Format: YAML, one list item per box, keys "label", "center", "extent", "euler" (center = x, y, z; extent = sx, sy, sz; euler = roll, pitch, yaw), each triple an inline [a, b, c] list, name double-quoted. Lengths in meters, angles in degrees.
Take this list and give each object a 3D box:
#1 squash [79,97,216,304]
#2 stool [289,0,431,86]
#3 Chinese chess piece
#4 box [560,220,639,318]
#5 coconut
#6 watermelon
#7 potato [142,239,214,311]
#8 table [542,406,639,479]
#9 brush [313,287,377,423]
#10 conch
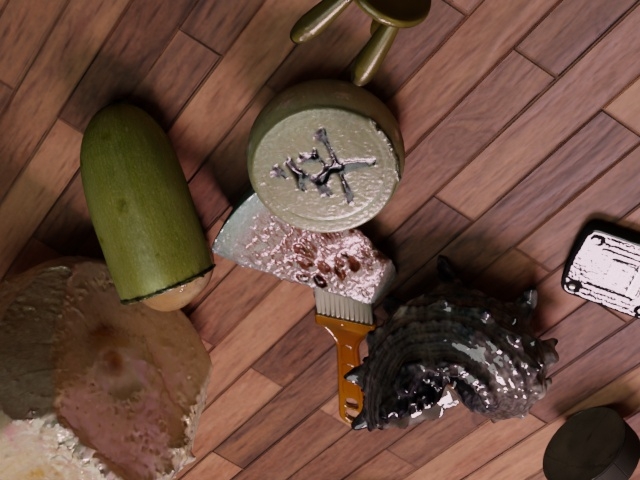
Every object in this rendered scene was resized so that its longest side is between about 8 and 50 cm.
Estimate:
- label: "squash"
  center: [-0.231, -0.056, 1.715]
  extent: [0.132, 0.132, 0.247]
  euler: [-16, 96, 34]
- label: "stool"
  center: [0.046, -0.247, 1.456]
  extent: [0.110, 0.135, 0.134]
  euler: [-39, 67, 47]
- label: "Chinese chess piece"
  center: [0.006, -0.098, 1.610]
  extent: [0.188, 0.083, 0.188]
  euler: [0, 125, 0]
- label: "box"
  center: [0.367, 0.037, 1.682]
  extent: [0.125, 0.027, 0.126]
  euler: [18, 138, 4]
- label: "coconut"
  center: [-0.382, 0.236, 1.933]
  extent: [0.404, 0.405, 0.405]
  euler: [11, 137, 11]
- label: "watermelon"
  center: [0.000, 0.000, 1.762]
  extent: [0.241, 0.094, 0.154]
  euler: [32, 127, -14]
- label: "potato"
  center: [-0.203, 0.039, 1.856]
  extent: [0.112, 0.112, 0.147]
  euler: [30, 136, -9]
- label: "table"
  center: [0.371, 0.294, 1.868]
  extent: [0.133, 0.133, 0.043]
  euler: [-24, 123, 38]
- label: "brush"
  center: [0.041, 0.171, 1.963]
  extent: [0.090, 0.017, 0.314]
  euler: [11, 138, 15]
- label: "conch"
  center: [0.175, 0.164, 1.804]
  extent: [0.313, 0.186, 0.240]
  euler: [-31, 125, 20]
